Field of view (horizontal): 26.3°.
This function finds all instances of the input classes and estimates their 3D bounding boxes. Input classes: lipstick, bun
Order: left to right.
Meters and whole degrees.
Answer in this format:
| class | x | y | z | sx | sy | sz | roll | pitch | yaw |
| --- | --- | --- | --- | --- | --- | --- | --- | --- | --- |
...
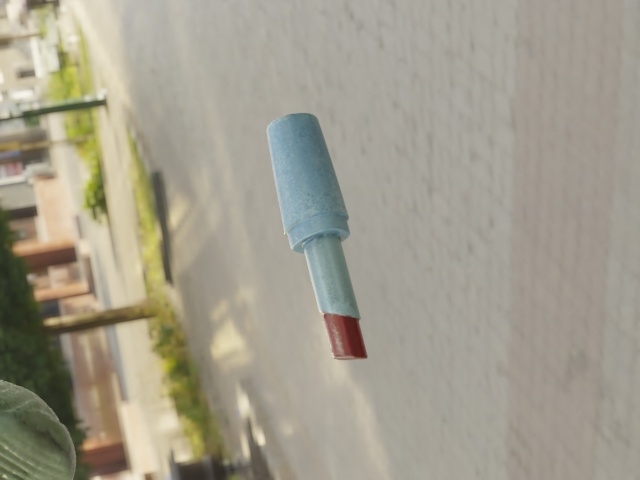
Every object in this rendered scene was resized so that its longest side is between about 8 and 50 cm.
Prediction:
| class | x | y | z | sx | sy | sz | roll | pitch | yaw |
| --- | --- | --- | --- | --- | --- | --- | --- | --- | --- |
| bun | -0.373 | 0.234 | 1.466 | 0.108 | 0.221 | 0.221 | 53 | 152 | 41 |
| lipstick | 0.000 | 0.000 | 1.423 | 0.061 | 0.068 | 0.274 | 19 | -129 | -55 |
